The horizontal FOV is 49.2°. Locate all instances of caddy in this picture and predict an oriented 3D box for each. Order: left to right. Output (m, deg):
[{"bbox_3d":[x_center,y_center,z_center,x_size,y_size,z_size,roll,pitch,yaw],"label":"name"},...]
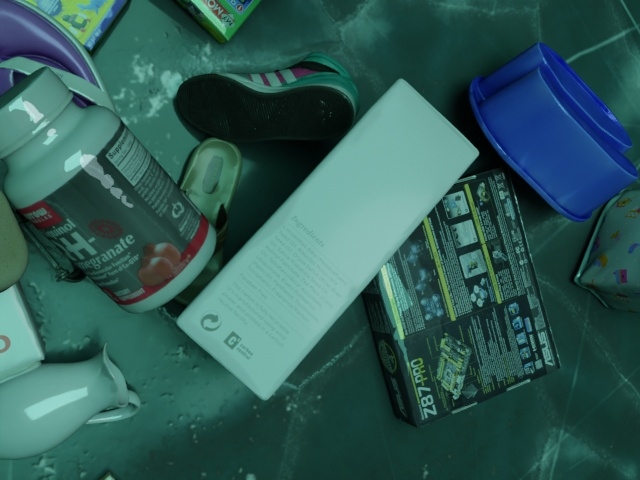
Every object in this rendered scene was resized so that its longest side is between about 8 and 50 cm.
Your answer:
[{"bbox_3d":[0.413,-0.186,1.274,0.341,0.179,0.241,40,38,-15],"label":"caddy"}]

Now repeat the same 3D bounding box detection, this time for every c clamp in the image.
[{"bbox_3d":[-0.401,0.004,1.008,0.022,0.137,0.161,-35,107,5],"label":"c clamp"}]

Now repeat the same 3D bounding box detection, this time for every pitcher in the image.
[{"bbox_3d":[-0.377,0.245,1.016,0.207,0.178,0.125,-21,51,-7],"label":"pitcher"}]

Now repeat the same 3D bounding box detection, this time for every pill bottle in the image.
[{"bbox_3d":[-0.299,-0.065,0.932,0.176,0.176,0.318,-47,120,-16],"label":"pill bottle"}]

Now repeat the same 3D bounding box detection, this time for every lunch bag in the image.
[{"bbox_3d":[0.656,0.006,1.355,0.160,0.223,0.262,36,75,-22],"label":"lunch bag"}]

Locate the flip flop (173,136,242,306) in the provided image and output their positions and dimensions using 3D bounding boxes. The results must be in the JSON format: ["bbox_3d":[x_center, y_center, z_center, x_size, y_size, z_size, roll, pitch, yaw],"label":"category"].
[{"bbox_3d":[-0.185,-0.032,1.110,0.112,0.080,0.277,18,85,-19],"label":"flip flop"}]

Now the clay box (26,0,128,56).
[{"bbox_3d":[-0.410,-0.395,1.051,0.222,0.053,0.127,33,79,-17],"label":"clay box"}]

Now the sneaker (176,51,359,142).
[{"bbox_3d":[-0.068,-0.240,1.145,0.295,0.178,0.124,8,116,15],"label":"sneaker"}]

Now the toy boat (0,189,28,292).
[{"bbox_3d":[-0.469,0.020,0.802,0.231,0.151,0.151,-33,103,-62],"label":"toy boat"}]

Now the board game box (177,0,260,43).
[{"bbox_3d":[-0.203,-0.504,1.106,0.317,0.046,0.213,43,76,-26],"label":"board game box"}]

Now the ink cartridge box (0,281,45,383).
[{"bbox_3d":[-0.569,0.034,0.922,0.279,0.160,0.385,-21,95,-20],"label":"ink cartridge box"}]

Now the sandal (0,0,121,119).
[{"bbox_3d":[-0.374,-0.178,1.013,0.169,0.102,0.416,-36,104,-4],"label":"sandal"}]

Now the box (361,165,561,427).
[{"bbox_3d":[0.240,0.094,1.263,0.318,0.097,0.395,-18,94,-22],"label":"box"}]

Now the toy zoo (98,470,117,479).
[{"bbox_3d":[-0.298,0.528,1.081,0.192,0.030,0.293,-45,104,-16],"label":"toy zoo"}]

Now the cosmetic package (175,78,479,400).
[{"bbox_3d":[0.000,0.000,1.028,0.161,0.230,0.453,42,80,-5],"label":"cosmetic package"}]
